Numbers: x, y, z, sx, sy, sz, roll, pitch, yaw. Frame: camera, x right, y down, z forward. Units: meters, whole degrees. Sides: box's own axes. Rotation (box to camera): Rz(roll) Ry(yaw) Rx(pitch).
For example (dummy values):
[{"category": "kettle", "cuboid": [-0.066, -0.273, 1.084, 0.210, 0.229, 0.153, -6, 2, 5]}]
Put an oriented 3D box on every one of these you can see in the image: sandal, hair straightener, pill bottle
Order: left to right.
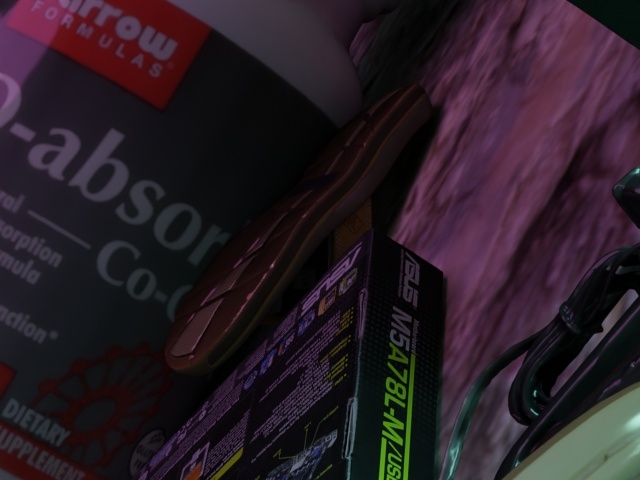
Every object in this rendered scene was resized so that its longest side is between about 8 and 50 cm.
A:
[{"category": "pill bottle", "cuboid": [-0.108, -0.044, 0.968, 0.363, 0.210, 0.210, -60, 16, -7]}, {"category": "sandal", "cuboid": [0.000, 0.000, 0.880, 0.180, 0.049, 0.072, -49, 17, -23]}, {"category": "hair straightener", "cuboid": [0.104, 0.019, 0.554, 0.230, 0.047, 0.089, -55, 16, 25]}]

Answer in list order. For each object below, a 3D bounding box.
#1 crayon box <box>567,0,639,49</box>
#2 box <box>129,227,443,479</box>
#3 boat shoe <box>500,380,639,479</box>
[{"category": "crayon box", "cuboid": [0.092, -0.283, 0.642, 0.106, 0.313, 0.363, -31, 31, 57]}, {"category": "box", "cuboid": [-0.026, 0.113, 0.745, 0.191, 0.045, 0.184, -47, 22, 29]}, {"category": "boat shoe", "cuboid": [0.024, 0.190, 0.369, 0.110, 0.121, 0.341, 28, 88, 37]}]
